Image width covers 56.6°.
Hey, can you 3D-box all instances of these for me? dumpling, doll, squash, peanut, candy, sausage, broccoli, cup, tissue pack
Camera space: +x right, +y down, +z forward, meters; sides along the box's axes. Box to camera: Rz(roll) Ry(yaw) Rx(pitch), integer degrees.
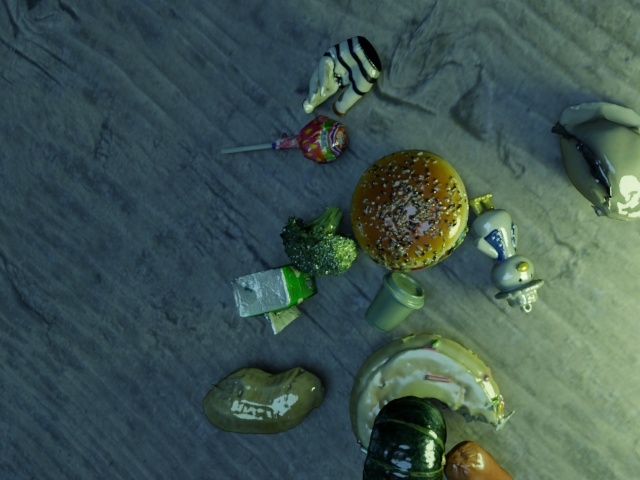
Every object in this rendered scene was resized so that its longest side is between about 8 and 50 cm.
[{"bbox_3d":[0.638,-0.188,1.292,0.204,0.163,0.293,-26,74,22],"label":"dumpling"},{"bbox_3d":[0.430,0.031,1.393,0.119,0.138,0.293,-29,80,58],"label":"doll"},{"bbox_3d":[0.183,0.461,1.271,0.165,0.252,0.252,3,94,18],"label":"squash"},{"bbox_3d":[-0.153,0.430,1.589,0.339,0.158,0.174,1,64,14],"label":"peanut"},{"bbox_3d":[-0.104,-0.249,1.558,0.365,0.124,0.124,-3,92,25],"label":"candy"},{"bbox_3d":[0.367,0.548,1.376,0.113,0.259,0.114,-23,43,23],"label":"sausage"},{"bbox_3d":[-0.001,0.003,1.459,0.197,0.226,0.176,19,58,3],"label":"broccoli"},{"bbox_3d":[0.182,0.160,1.489,0.120,0.120,0.141,38,117,12],"label":"cup"},{"bbox_3d":[-0.108,0.145,1.523,0.147,0.209,0.156,-13,90,18],"label":"tissue pack"}]

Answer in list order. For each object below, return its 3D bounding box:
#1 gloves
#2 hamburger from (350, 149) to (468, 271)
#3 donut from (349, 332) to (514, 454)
[{"bbox_3d":[0.038,-0.405,1.487,0.218,0.140,0.131,-25,66,31],"label":"gloves"},{"bbox_3d":[0.214,-0.068,1.425,0.300,0.176,0.300,1,93,19],"label":"hamburger"},{"bbox_3d":[0.240,0.384,1.457,0.371,0.150,0.307,-35,84,16],"label":"donut"}]
